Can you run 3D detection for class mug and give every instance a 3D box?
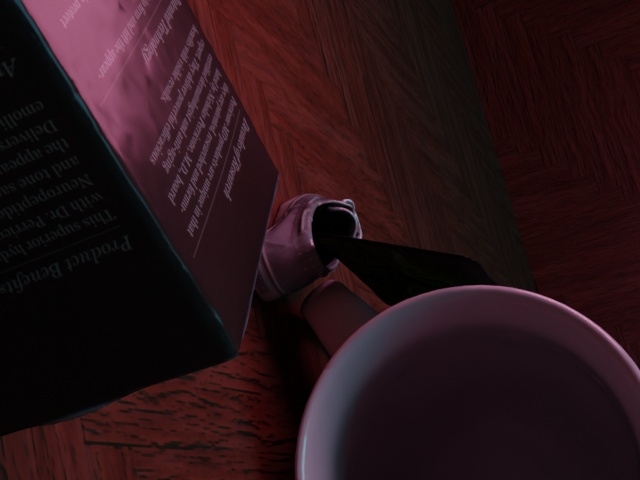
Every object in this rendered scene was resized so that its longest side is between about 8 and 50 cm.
[{"bbox_3d":[0.117,0.178,0.983,0.374,0.276,0.328,45,-3,21],"label":"mug"}]

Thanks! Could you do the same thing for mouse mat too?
[{"bbox_3d":[0.093,0.039,0.964,0.190,0.153,0.007,40,64,-56],"label":"mouse mat"}]

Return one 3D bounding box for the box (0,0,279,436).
[{"bbox_3d":[-0.143,-0.045,0.516,0.167,0.168,0.203,-83,149,-57],"label":"box"}]

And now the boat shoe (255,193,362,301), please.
[{"bbox_3d":[-0.001,-0.001,1.051,0.227,0.081,0.079,-45,115,-70],"label":"boat shoe"}]
